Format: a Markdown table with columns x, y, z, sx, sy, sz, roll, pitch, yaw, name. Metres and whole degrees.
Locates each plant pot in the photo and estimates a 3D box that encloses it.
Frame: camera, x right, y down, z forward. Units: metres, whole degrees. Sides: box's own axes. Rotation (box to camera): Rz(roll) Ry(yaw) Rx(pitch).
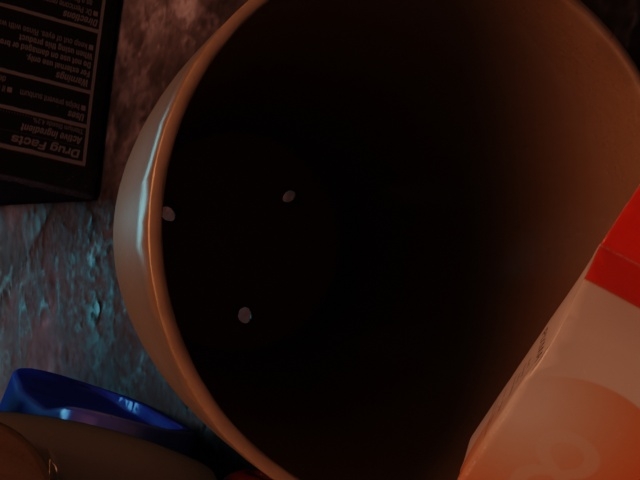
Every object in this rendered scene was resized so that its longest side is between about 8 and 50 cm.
| x | y | z | sx | sy | sz | roll | pitch | yaw | name |
| --- | --- | --- | --- | --- | --- | --- | --- | --- | --- |
| 0.000 | 0.000 | 0.920 | 0.274 | 0.257 | 0.256 | 175 | 104 | -69 | plant pot |

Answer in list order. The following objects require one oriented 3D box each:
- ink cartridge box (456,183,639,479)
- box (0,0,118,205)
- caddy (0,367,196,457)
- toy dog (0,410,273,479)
| x | y | z | sx | sy | sz | roll | pitch | yaw | name |
| --- | --- | --- | --- | --- | --- | --- | --- | --- | --- |
| 0.158 | 0.065 | 0.736 | 0.179 | 0.145 | 0.045 | -61 | 1 | 34 | ink cartridge box |
| -0.309 | -0.191 | 1.303 | 0.183 | 0.296 | 0.294 | -4 | 77 | 52 | box |
| -0.215 | 0.162 | 1.104 | 0.341 | 0.241 | 0.179 | -175 | 103 | -74 | caddy |
| -0.099 | 0.173 | 0.868 | 0.220 | 0.334 | 0.161 | 174 | 112 | -87 | toy dog |
